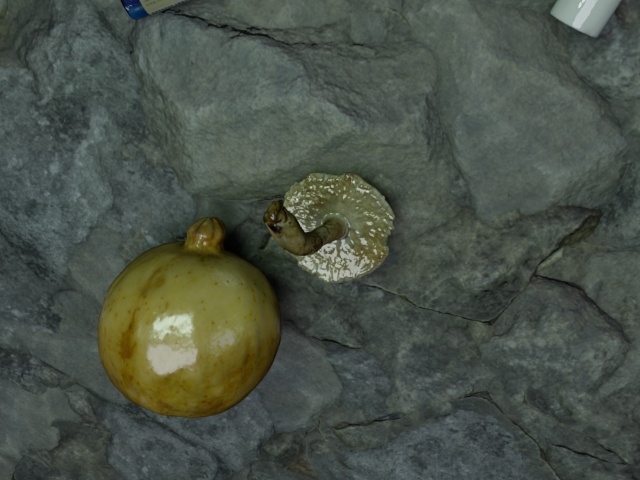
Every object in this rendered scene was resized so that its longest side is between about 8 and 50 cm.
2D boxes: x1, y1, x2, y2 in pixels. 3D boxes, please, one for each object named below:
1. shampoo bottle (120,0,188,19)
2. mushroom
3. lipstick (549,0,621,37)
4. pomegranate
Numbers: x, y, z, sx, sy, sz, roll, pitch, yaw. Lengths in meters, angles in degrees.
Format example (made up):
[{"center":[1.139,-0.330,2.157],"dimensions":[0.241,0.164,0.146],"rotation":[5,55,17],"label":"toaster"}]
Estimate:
[{"center":[-0.273,-0.461,1.124],"dimensions":[0.182,0.050,0.087],"rotation":[-12,112,19],"label":"shampoo bottle"},{"center":[-0.017,-0.004,1.193],"dimensions":[0.208,0.301,0.233],"rotation":[5,110,49],"label":"mushroom"},{"center":[0.465,-0.468,0.925],"dimensions":[0.087,0.087,0.327],"rotation":[26,120,-2],"label":"lipstick"},{"center":[-0.258,0.150,1.289],"dimensions":[0.409,0.410,0.410],"rotation":[6,119,10],"label":"pomegranate"}]
